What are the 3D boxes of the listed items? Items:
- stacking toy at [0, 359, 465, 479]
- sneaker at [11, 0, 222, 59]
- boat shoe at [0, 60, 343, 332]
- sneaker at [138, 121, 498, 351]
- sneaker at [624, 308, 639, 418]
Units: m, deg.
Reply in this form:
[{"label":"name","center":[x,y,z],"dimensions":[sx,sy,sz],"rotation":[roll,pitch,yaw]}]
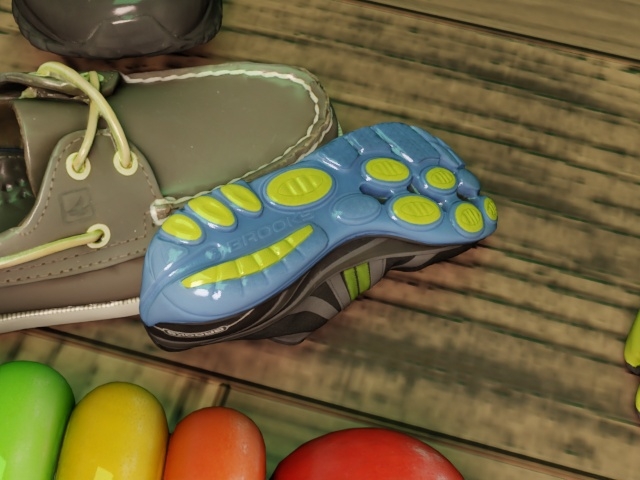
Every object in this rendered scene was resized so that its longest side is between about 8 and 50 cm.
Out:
[{"label":"stacking toy","center":[-0.102,0.091,0.412],"dimensions":[0.330,0.141,0.141],"rotation":[7,55,-6]},{"label":"sneaker","center":[-0.113,-0.200,0.595],"dimensions":[0.109,0.130,0.286],"rotation":[-7,46,-9]},{"label":"boat shoe","center":[-0.128,-0.022,0.512],"dimensions":[0.305,0.091,0.109],"rotation":[-18,58,-14]},{"label":"sneaker","center":[0.000,0.000,0.515],"dimensions":[0.188,0.078,0.067],"rotation":[-19,69,-33]},{"label":"sneaker","center":[0.246,-0.036,0.517],"dimensions":[0.111,0.121,0.300],"rotation":[29,59,17]}]
